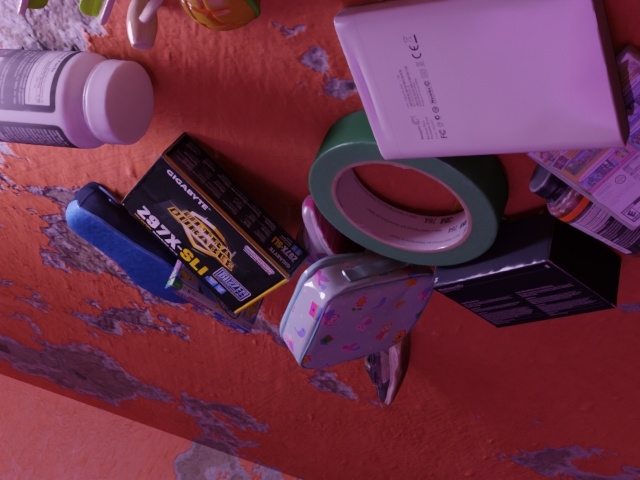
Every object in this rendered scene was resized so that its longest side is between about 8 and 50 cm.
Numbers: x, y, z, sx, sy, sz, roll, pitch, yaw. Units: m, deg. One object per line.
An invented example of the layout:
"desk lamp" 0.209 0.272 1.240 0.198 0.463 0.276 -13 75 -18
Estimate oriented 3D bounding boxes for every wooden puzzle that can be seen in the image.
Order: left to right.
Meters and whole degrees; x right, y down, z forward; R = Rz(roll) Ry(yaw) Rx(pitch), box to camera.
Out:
"wooden puzzle" 0.275 -0.035 1.706 0.116 0.014 0.078 22 152 -3

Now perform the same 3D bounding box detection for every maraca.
"maraca" -0.142 -0.338 1.369 0.127 0.099 0.185 32 176 -11

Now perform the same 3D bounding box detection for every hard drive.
"hard drive" 0.210 -0.220 1.321 0.353 0.047 0.233 0 127 34

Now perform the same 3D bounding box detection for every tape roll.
"tape roll" 0.142 -0.081 1.633 0.321 0.077 0.321 17 150 10

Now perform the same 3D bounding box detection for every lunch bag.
"lunch bag" 0.074 0.113 1.837 0.108 0.279 0.224 50 136 34

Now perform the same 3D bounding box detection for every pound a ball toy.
"pound a ball toy" -0.292 -0.402 1.349 0.208 0.136 0.319 3 158 -23

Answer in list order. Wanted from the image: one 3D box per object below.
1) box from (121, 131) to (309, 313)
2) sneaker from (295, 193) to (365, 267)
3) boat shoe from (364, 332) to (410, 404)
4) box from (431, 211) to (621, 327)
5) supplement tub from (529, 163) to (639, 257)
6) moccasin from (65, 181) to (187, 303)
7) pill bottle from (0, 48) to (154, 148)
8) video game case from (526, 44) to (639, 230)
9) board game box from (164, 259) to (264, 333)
"box" -0.205 -0.023 1.886 0.322 0.079 0.257 45 149 -8
"sneaker" 0.000 0.000 1.855 0.111 0.103 0.252 6 148 22
"boat shoe" 0.146 0.275 2.253 0.092 0.103 0.285 19 149 13
"box" 0.350 0.056 1.711 0.184 0.103 0.261 28 152 -32
"supplement tub" 0.411 -0.060 1.477 0.198 0.106 0.106 27 151 -10
"moccasin" -0.371 -0.001 2.095 0.138 0.117 0.342 -19 129 33
"pill bottle" -0.431 -0.236 1.663 0.283 0.161 0.161 7 149 24
"video game case" 0.417 -0.132 1.339 0.193 0.023 0.212 34 133 -6
"board game box" -0.208 0.087 2.063 0.201 0.136 0.035 33 151 -24
